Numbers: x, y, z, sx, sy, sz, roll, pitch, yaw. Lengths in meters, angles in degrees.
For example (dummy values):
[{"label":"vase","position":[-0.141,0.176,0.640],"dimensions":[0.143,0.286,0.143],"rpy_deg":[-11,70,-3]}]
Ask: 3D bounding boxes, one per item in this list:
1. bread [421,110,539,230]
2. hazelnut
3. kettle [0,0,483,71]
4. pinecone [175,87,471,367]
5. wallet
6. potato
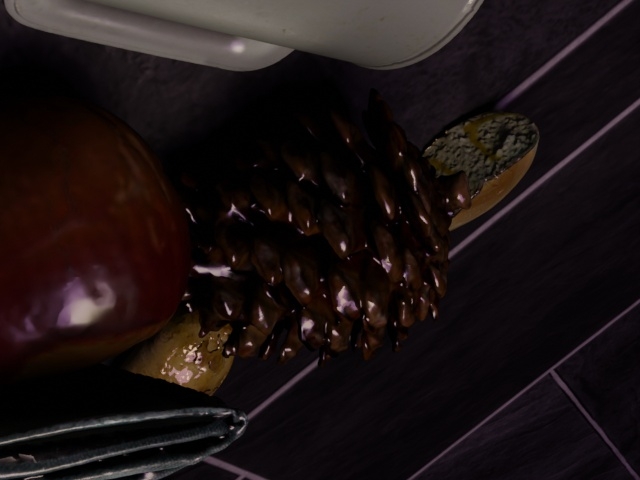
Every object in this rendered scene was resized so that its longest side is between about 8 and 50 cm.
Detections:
[{"label":"bread","position":[0.166,-0.072,0.915],"dimensions":[0.094,0.083,0.157],"rpy_deg":[16,122,-48]},{"label":"hazelnut","position":[-0.216,0.001,0.619],"dimensions":[0.229,0.229,0.229],"rpy_deg":[-20,140,-18]},{"label":"kettle","position":[-0.072,-0.201,0.507],"dimensions":[0.318,0.205,0.265],"rpy_deg":[3,126,-42]},{"label":"pinecone","position":[0.000,0.000,0.750],"dimensions":[0.272,0.224,0.224],"rpy_deg":[-23,142,3]},{"label":"wallet","position":[-0.238,0.144,0.671],"dimensions":[0.237,0.342,0.075],"rpy_deg":[-5,92,-37]},{"label":"potato","position":[-0.150,0.135,0.904],"dimensions":[0.170,0.080,0.107],"rpy_deg":[-45,128,16]}]
